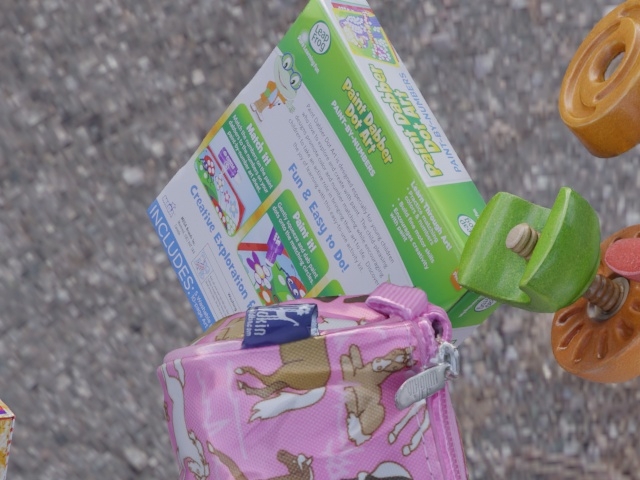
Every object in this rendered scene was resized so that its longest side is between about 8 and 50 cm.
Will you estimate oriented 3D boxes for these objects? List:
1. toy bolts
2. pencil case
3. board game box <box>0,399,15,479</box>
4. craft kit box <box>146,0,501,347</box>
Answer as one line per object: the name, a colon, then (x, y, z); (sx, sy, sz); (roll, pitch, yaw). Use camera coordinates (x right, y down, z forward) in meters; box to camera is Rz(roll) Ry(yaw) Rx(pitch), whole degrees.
toy bolts: (0.224, -0.014, 1.015); (0.158, 0.228, 0.218); (30, 81, -21)
pencil case: (0.027, 0.220, 0.970); (0.160, 0.167, 0.386); (-11, 87, -21)
board game box: (-0.344, 0.203, 1.403); (0.193, 0.147, 0.045); (-2, 23, -34)
craft kit box: (0.000, 0.000, 1.255); (0.061, 0.246, 0.250); (-3, 56, -41)
